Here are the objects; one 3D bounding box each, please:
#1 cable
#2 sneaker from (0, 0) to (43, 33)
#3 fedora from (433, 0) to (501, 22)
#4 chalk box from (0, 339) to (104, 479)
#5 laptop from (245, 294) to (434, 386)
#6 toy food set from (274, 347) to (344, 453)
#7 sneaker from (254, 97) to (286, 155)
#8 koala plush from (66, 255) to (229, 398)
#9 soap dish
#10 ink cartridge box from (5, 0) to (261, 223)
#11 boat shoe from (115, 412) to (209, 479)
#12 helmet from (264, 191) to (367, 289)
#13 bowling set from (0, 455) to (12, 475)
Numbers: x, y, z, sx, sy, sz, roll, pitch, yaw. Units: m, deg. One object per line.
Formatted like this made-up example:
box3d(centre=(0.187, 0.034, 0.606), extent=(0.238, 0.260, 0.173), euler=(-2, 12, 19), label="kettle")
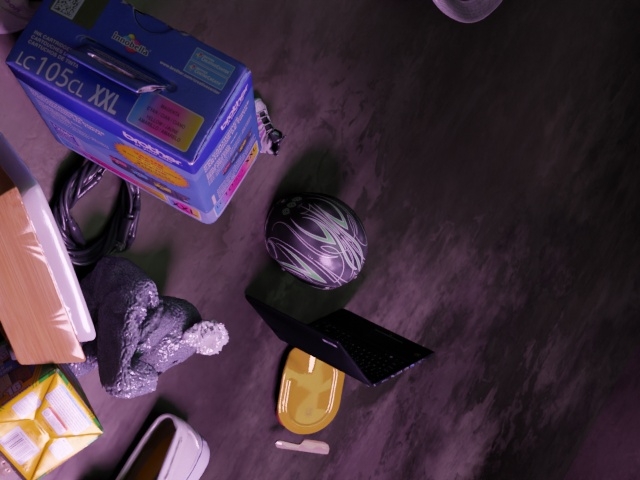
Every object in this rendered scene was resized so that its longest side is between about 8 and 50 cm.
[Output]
box3d(centre=(-0.333, -0.055, 1.866), extent=(0.150, 0.047, 0.184), euler=(-5, 116, -43), label="cable")
box3d(centre=(-0.308, -0.356, 1.645), extent=(0.305, 0.152, 0.114), euler=(-37, 110, -33), label="sneaker")
box3d(centre=(0.217, -0.523, 2.194), extent=(0.244, 0.124, 0.275), euler=(-47, 129, -26), label="fedora")
box3d(centre=(-0.412, 0.216, 1.763), extent=(0.132, 0.213, 0.132), euler=(-35, 122, -8), label="chalk box")
box3d(centre=(0.036, 0.152, 2.234), extent=(0.264, 0.234, 0.136), euler=(-22, 124, -40), label="laptop")
box3d(centre=(-0.032, 0.290, 2.367), extent=(0.128, 0.071, 0.218), euler=(4, 104, -25), label="toy food set")
box3d(centre=(-0.083, -0.185, 2.061), extent=(0.038, 0.069, 0.098), euler=(-35, 132, -34), label="sneaker")
box3d(centre=(-0.263, 0.134, 1.926), extent=(0.221, 0.196, 0.203), euler=(11, 90, -47), label="koala plush")
box3d(centre=(-0.418, 0.009, 1.664), extent=(0.118, 0.229, 0.291), euler=(-27, 128, -18), label="soap dish")
box3d(centre=(-0.231, -0.181, 1.607), extent=(0.151, 0.270, 0.395), euler=(-60, 174, -12), label="ink cartridge box")
box3d(centre=(-0.325, 0.440, 2.042), extent=(0.367, 0.136, 0.156), euler=(-54, 140, -19), label="boat shoe")
box3d(centre=(0.000, 0.000, 2.174), extent=(0.169, 0.161, 0.169), euler=(-25, 125, -40), label="helmet")
box3d(centre=(-0.492, 0.306, 1.742), extent=(0.154, 0.200, 0.287), euler=(-50, 142, -21), label="bowling set")
